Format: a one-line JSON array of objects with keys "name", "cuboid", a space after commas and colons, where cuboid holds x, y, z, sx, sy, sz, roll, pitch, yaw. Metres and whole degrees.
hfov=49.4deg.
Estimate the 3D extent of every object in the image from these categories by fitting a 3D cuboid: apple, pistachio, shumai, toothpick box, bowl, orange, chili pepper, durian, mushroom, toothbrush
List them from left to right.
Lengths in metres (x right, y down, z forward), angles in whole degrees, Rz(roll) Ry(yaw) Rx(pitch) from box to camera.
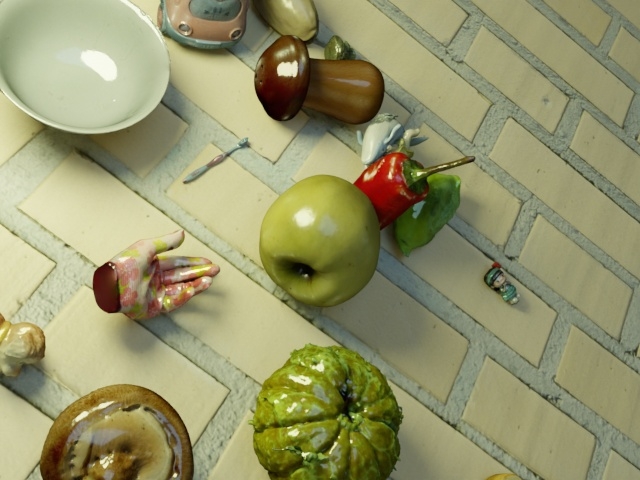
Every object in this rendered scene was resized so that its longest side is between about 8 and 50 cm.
[{"name": "bowl", "cuboid": [-0.483, -0.331, 1.386, 0.345, 0.157, 0.346, 9, 65, -20]}, {"name": "mushroom", "cuboid": [-0.335, 0.365, 1.162, 0.253, 0.153, 0.253, 8, 73, -28]}, {"name": "toothbrush", "cuboid": [-0.228, -0.176, 1.522, 0.193, 0.019, 0.013, -40, 89, -30]}, {"name": "pistachio", "cuboid": [-0.082, -0.572, 1.699, 0.206, 0.131, 0.129, 55, 14, 0]}, {"name": "toothpick box", "cuboid": [-0.008, -0.359, 1.609, 0.294, 0.192, 0.192, 4, 67, -30]}, {"name": "apple", "cuboid": [0.000, 0.000, 1.426, 0.262, 0.262, 0.263, 9, 65, -21]}, {"name": "orange", "cuboid": [0.005, 0.337, 1.295, 0.300, 0.223, 0.301, 26, 56, -25]}, {"name": "shumai", "cuboid": [0.056, -0.468, 1.747, 0.080, 0.082, 0.083, 0, 93, -26]}, {"name": "chili pepper", "cuboid": [0.158, -0.120, 1.487, 0.131, 0.338, 0.134, 50, 55, -1]}, {"name": "durian", "cuboid": [0.247, -0.078, 1.649, 0.139, 0.101, 0.250, 49, 58, 1]}]

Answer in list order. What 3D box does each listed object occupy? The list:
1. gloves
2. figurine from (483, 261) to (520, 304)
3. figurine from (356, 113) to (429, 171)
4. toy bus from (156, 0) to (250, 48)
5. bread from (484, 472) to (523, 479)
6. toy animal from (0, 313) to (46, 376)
[{"name": "gloves", "cuboid": [-0.309, 0.069, 1.328, 0.241, 0.126, 0.145, -6, 63, -57]}, {"name": "figurine", "cuboid": [0.446, 0.107, 1.695, 0.106, 0.047, 0.060, 46, 74, -5]}, {"name": "figurine", "cuboid": [0.168, -0.212, 1.653, 0.208, 0.128, 0.184, -21, 104, -44]}, {"name": "toy bus", "cuboid": [-0.257, -0.595, 1.560, 0.197, 0.232, 0.294, -1, 69, -25]}, {"name": "bread", "cuboid": [0.385, 0.567, 1.456, 0.122, 0.073, 0.149, 1, 68, -22]}, {"name": "toy animal", "cuboid": [-0.552, 0.129, 1.198, 0.185, 0.104, 0.184, 18, 55, -12]}]
